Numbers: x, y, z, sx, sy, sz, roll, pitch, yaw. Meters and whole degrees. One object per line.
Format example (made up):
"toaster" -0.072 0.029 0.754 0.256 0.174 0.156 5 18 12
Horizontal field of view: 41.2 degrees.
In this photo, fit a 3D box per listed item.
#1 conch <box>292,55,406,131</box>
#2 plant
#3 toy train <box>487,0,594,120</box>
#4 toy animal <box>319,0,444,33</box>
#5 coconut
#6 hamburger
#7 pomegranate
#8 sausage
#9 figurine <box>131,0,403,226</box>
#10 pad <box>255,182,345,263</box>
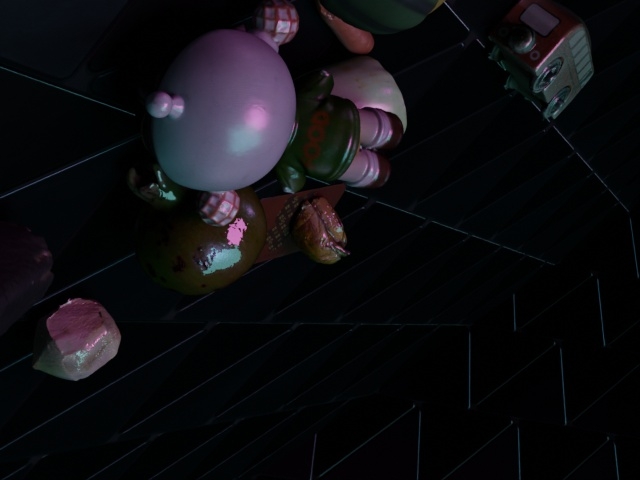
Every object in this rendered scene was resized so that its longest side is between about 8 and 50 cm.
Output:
"conch" 0.003 -0.172 1.194 0.251 0.143 0.137 -20 110 -17
"plant" -0.400 0.052 0.892 0.142 0.164 0.256 -50 172 30
"toy train" 0.408 -0.335 1.554 0.159 0.129 0.326 -51 157 7
"toy animal" 0.101 -0.378 0.886 0.191 0.216 0.338 20 127 -28
"coconut" -0.352 0.143 1.206 0.124 0.110 0.110 -38 159 -27
"hamburger" 0.002 0.003 1.534 0.087 0.102 0.176 -25 156 -8
"pomegranate" -0.163 -0.036 1.130 0.179 0.179 0.210 -25 123 -35
"sausage" 0.030 -0.290 1.120 0.043 0.043 0.186 -44 158 6
"figurine" -0.059 -0.137 1.004 0.370 0.167 0.281 9 106 -39
"pad" -0.070 -0.023 1.503 0.267 0.004 0.181 -16 148 -48
